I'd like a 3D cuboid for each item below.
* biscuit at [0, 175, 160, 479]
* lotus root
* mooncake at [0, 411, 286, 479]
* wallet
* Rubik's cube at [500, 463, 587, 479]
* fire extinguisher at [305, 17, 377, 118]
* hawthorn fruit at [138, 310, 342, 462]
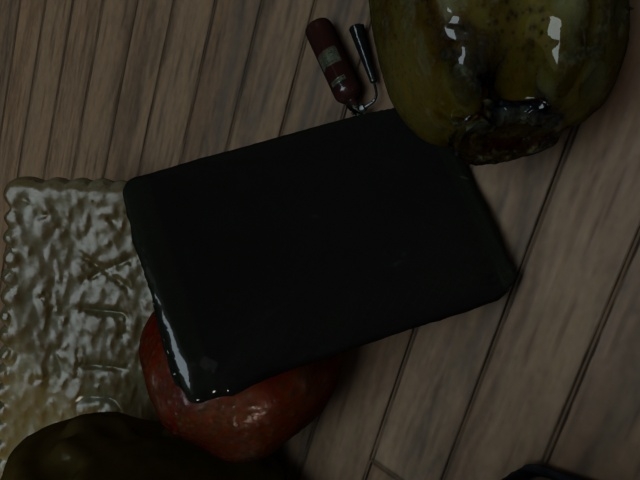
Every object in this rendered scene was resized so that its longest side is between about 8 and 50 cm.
[{"bbox_3d":[-0.216,0.101,0.650,0.216,0.044,0.325,4,96,1],"label":"biscuit"},{"bbox_3d":[0.101,-0.187,0.394,0.154,0.154,0.278,-8,88,37],"label":"lotus root"},{"bbox_3d":[-0.138,0.227,0.520,0.234,0.234,0.117,22,104,35],"label":"mooncake"},{"bbox_3d":[0.000,0.000,0.451,0.052,0.245,0.169,105,147,-69],"label":"wallet"},{"bbox_3d":[0.149,0.324,0.261,0.316,0.313,0.319,9,94,36],"label":"Rubik's cube"},{"bbox_3d":[0.025,-0.142,0.527,0.046,0.032,0.100,-24,75,0],"label":"fire extinguisher"},{"bbox_3d":[-0.049,0.082,0.521,0.194,0.157,0.157,-39,69,16],"label":"hawthorn fruit"}]
